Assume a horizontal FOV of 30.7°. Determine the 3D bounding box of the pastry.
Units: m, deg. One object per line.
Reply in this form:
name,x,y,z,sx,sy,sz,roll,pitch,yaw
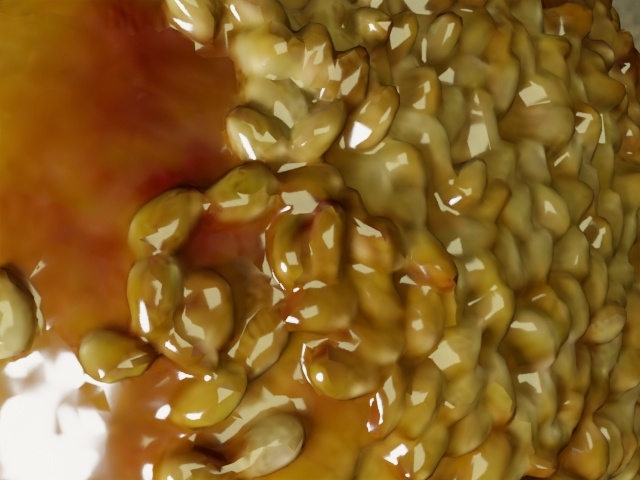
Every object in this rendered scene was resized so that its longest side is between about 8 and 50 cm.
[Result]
pastry,0.000,0.000,0.492,0.409,0.245,0.410,10,76,-42
